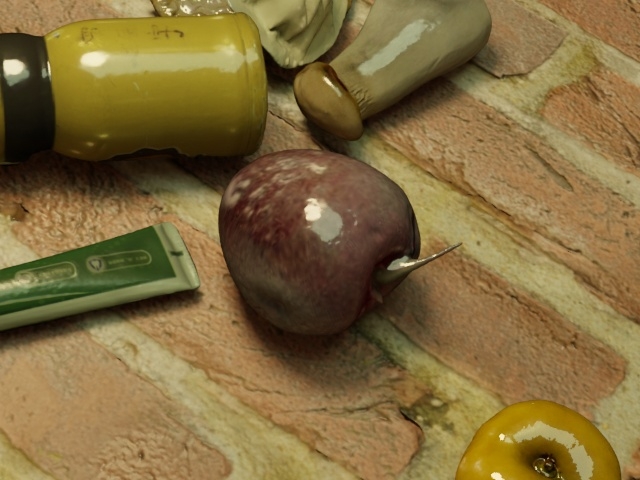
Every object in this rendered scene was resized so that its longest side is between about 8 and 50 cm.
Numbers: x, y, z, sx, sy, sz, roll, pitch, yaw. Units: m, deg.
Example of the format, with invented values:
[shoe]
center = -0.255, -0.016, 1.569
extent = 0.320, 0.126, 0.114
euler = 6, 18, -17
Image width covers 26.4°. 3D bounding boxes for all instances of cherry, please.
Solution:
[cherry]
center = 0.000, 0.000, 1.503
extent = 0.266, 0.183, 0.213
euler = 29, 43, 29

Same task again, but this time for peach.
[peach]
center = 0.228, 0.253, 1.412
extent = 0.179, 0.103, 0.179
euler = 7, 55, -10

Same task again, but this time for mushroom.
[mushroom]
center = 0.085, -0.238, 1.752
extent = 0.159, 0.122, 0.329
euler = 11, 40, 44

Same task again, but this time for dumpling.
[dumpling]
center = -0.041, -0.290, 1.718
extent = 0.181, 0.111, 0.155
euler = 9, 77, -17

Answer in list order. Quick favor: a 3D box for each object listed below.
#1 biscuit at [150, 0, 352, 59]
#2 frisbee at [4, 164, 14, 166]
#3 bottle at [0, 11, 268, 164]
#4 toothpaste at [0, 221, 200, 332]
[biscuit]
center = -0.085, -0.293, 1.789
extent = 0.290, 0.038, 0.141
euler = -2, 59, -16
[frisbee]
center = -0.438, -0.174, 1.619
extent = 0.211, 0.012, 0.187
euler = 15, 55, -14
[bottle]
center = -0.249, -0.173, 1.583
extent = 0.351, 0.171, 0.171
euler = -5, 55, -14
[toothpaste]
center = -0.323, 0.058, 1.469
extent = 0.392, 0.061, 0.098
euler = -14, 58, -24
